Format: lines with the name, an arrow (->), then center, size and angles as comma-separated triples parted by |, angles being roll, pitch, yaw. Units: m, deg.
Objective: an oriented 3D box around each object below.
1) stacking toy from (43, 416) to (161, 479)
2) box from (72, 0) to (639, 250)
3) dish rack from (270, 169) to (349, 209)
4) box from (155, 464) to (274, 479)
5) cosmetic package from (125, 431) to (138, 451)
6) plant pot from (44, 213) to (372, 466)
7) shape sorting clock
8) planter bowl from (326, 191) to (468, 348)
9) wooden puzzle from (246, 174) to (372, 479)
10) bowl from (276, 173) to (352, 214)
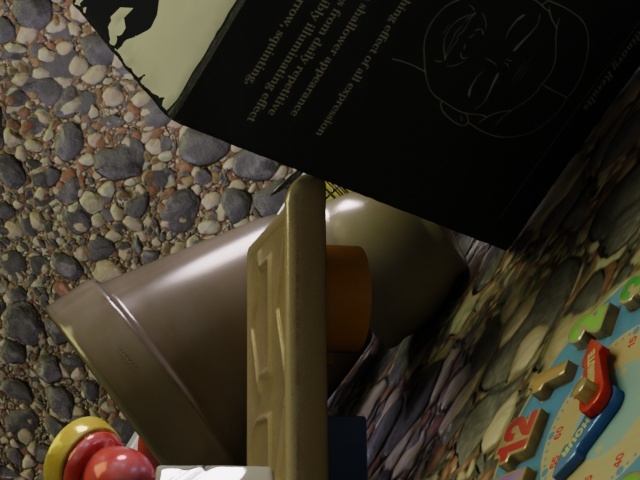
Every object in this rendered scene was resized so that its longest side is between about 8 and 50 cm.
stacking toy -> -0.215, 0.350, 1.635 | 0.309, 0.130, 0.279 | -28, -57, -43
box -> 0.061, -0.204, 0.943 | 0.293, 0.396, 0.212 | -56, 44, 15
dish rack -> 0.007, -0.041, 1.394 | 0.074, 0.271, 0.208 | -43, 1, 6
box -> -0.074, 0.272, 0.783 | 0.275, 0.094, 0.113 | -103, 16, -68
cosmetic package -> -0.246, 0.370, 1.927 | 0.453, 0.162, 0.230 | -60, 5, -22
plant pot -> -0.107, 0.122, 1.324 | 0.280, 0.323, 0.323 | -38, 1, -12
shape sorting clock -> 0.145, 0.084, 0.581 | 0.206, 0.040, 0.206 | -57, 5, 8
planter bowl -> 0.078, 0.011, 1.154 | 0.109, 0.162, 0.162 | -30, 11, 11
wooden puzzle -> -0.014, 0.135, 1.028 | 0.348, 0.081, 0.322 | 127, 144, -75
bowl -> 0.000, 0.000, 1.847 | 0.289, 0.156, 0.289 | -58, 5, 8
